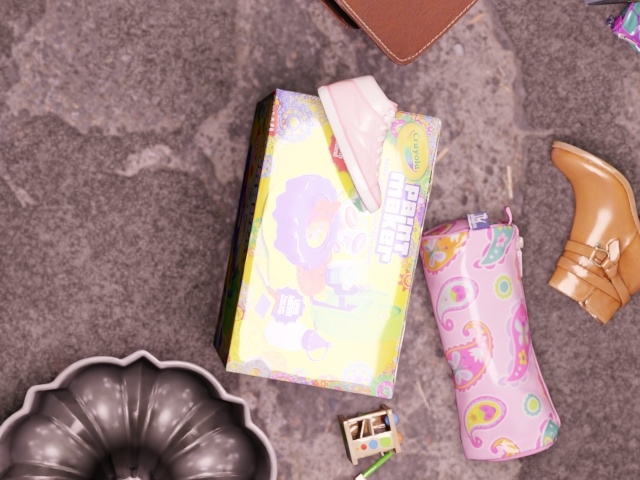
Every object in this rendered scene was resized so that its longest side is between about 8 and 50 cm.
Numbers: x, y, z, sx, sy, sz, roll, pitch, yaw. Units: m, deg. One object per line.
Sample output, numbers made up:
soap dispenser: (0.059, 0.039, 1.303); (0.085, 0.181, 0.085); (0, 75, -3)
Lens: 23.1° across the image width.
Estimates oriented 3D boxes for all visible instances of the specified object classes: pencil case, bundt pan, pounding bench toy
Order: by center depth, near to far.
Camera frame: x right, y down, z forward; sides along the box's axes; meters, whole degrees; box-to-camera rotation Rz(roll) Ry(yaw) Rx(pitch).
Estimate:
bundt pan: (-0.212, 0.281, 1.753); (0.331, 0.124, 0.331); (0, 92, -8)
pencil case: (0.194, 0.108, 1.798); (0.124, 0.124, 0.284); (-12, 91, -6)
pounding bench toy: (0.063, 0.239, 1.820); (0.065, 0.052, 0.083); (-13, 93, -7)
pencil case: (0.409, -0.222, 1.841); (0.151, 0.064, 0.070); (43, 71, -6)

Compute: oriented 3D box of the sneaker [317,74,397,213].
sneaker: (0.051, -0.098, 1.528); (0.070, 0.051, 0.134); (-20, 89, 0)

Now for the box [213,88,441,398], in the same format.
box: (0.000, 0.000, 1.692); (0.177, 0.279, 0.290); (10, 90, -7)

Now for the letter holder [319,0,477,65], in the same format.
letter holder: (0.105, -0.373, 1.757); (0.302, 0.152, 0.214); (-48, 117, -3)

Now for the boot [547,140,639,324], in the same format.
boot: (0.312, -0.009, 1.834); (0.197, 0.073, 0.152); (39, 91, -4)

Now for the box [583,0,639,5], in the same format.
box: (0.382, -0.367, 1.782); (0.232, 0.059, 0.183); (-12, 93, -38)
